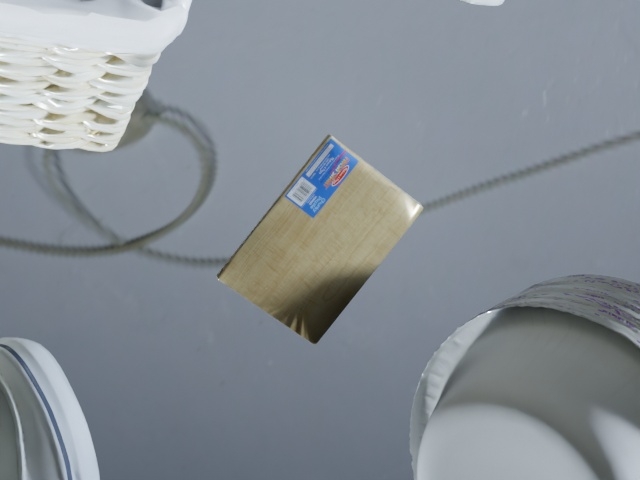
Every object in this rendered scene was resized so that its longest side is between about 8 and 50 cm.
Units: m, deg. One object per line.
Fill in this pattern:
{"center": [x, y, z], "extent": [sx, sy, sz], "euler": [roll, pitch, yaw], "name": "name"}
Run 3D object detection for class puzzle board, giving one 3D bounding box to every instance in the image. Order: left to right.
{"center": [0.000, 0.000, 1.096], "extent": [0.096, 0.011, 0.128], "euler": [36, 94, -28], "name": "puzzle board"}

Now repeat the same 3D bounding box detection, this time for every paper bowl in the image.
{"center": [0.186, 0.178, 1.151], "extent": [0.284, 0.148, 0.284], "euler": [17, 116, 38], "name": "paper bowl"}

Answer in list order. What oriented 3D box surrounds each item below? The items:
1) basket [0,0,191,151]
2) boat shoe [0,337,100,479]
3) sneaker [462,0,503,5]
{"center": [-0.223, -0.242, 0.820], "extent": [0.331, 0.266, 0.328], "euler": [7, 77, -9], "name": "basket"}
{"center": [-0.157, 0.156, 0.762], "extent": [0.083, 0.075, 0.226], "euler": [-24, 70, 35], "name": "boat shoe"}
{"center": [0.012, -0.301, 1.054], "extent": [0.315, 0.127, 0.182], "euler": [22, 109, 0], "name": "sneaker"}
